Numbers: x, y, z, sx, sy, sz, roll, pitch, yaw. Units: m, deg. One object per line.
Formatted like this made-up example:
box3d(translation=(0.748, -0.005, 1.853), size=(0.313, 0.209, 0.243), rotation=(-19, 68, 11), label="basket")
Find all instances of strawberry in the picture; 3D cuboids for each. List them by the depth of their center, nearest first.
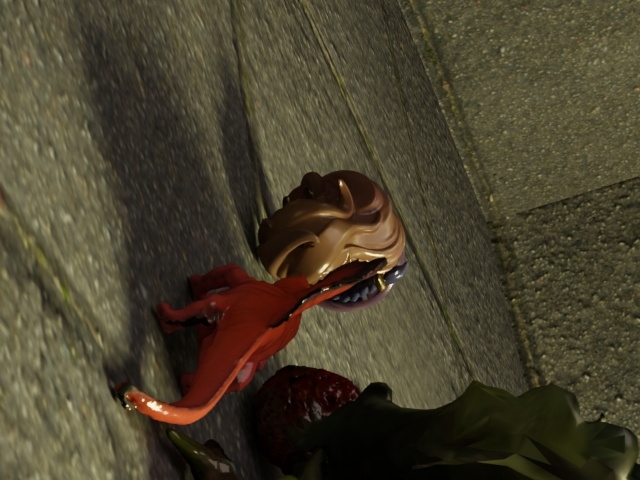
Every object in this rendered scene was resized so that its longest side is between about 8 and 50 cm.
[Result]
box3d(translation=(-0.010, 0.124, 1.196), size=(0.096, 0.083, 0.083), rotation=(-106, 173, -54), label="strawberry")

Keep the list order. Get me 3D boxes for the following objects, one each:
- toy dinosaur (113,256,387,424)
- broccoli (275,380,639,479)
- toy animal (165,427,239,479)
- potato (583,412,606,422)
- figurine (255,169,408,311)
box3d(translation=(-0.026, 0.049, 1.035), size=(0.286, 0.139, 0.070), rotation=(-46, 118, -79), label="toy dinosaur")
box3d(translation=(0.014, 0.208, 0.551), size=(0.334, 0.324, 0.272), rotation=(-7, 59, -54), label="broccoli")
box3d(translation=(-0.054, 0.176, 0.944), size=(0.202, 0.070, 0.105), rotation=(-105, -178, -54), label="toy animal")
box3d(translation=(0.084, 0.225, 1.143), size=(0.300, 0.196, 0.246), rotation=(7, 92, -69), label="potato")
box3d(translation=(0.007, -0.007, 1.409), size=(0.126, 0.114, 0.157), rotation=(39, 1, 24), label="figurine")
